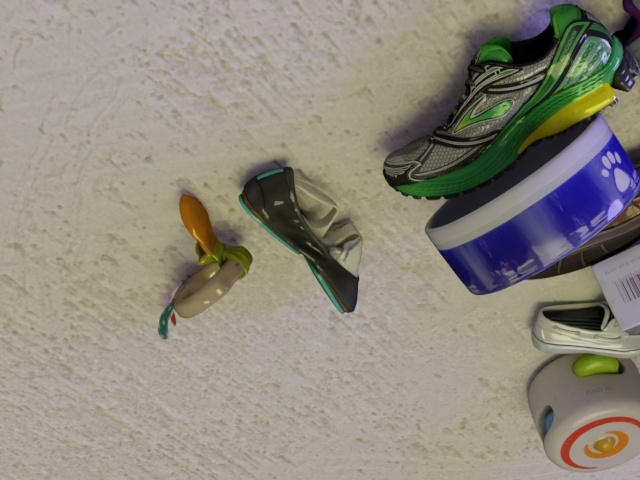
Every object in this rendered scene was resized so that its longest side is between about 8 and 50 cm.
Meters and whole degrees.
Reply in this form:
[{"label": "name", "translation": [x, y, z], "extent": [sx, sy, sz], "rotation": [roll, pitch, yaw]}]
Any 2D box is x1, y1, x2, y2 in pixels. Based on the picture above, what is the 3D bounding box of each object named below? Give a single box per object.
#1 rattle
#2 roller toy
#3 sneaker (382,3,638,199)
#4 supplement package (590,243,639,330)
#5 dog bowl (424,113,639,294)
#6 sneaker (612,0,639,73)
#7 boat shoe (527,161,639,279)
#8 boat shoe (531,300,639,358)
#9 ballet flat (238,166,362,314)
[{"label": "rattle", "translation": [-0.199, 0.043, 1.651], "extent": [0.142, 0.130, 0.199], "rotation": [35, 146, -25]}, {"label": "roller toy", "translation": [0.452, 0.288, 1.978], "extent": [0.191, 0.146, 0.209], "rotation": [-37, 131, 24]}, {"label": "sneaker", "translation": [0.214, -0.176, 1.504], "extent": [0.343, 0.134, 0.146], "rotation": [-34, 110, 23]}, {"label": "supplement package", "translation": [0.469, 0.068, 1.739], "extent": [0.105, 0.105, 0.179], "rotation": [-27, 166, 13]}, {"label": "dog bowl", "translation": [0.268, -0.047, 1.516], "extent": [0.265, 0.265, 0.104], "rotation": [-33, 96, 20]}, {"label": "sneaker", "translation": [0.422, -0.237, 1.518], "extent": [0.098, 0.083, 0.224], "rotation": [0, 132, 16]}, {"label": "boat shoe", "translation": [0.406, -0.043, 1.676], "extent": [0.307, 0.105, 0.111], "rotation": [-23, 163, 6]}, {"label": "boat shoe", "translation": [0.446, 0.135, 1.869], "extent": [0.226, 0.083, 0.076], "rotation": [-6, 136, -6]}, {"label": "ballet flat", "translation": [0.000, 0.000, 1.637], "extent": [0.096, 0.095, 0.280], "rotation": [-36, 132, 6]}]
